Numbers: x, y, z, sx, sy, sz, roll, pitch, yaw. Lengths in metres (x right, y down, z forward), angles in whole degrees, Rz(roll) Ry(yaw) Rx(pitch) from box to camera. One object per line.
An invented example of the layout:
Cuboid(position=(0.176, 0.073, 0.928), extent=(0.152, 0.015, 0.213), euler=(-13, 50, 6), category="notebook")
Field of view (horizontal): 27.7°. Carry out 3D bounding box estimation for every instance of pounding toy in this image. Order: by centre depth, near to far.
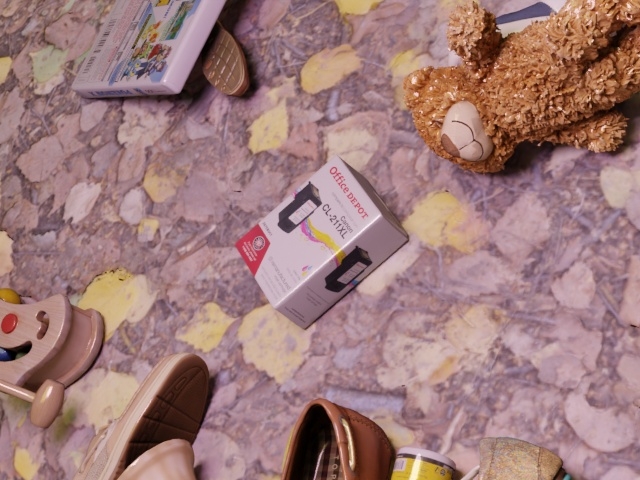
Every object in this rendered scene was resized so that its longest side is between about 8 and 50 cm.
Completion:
Cuboid(position=(-0.404, 0.123, 1.738), extent=(0.269, 0.155, 0.154), euler=(31, 89, 41), category="pounding toy")

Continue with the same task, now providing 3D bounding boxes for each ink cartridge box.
Cuboid(position=(0.000, 0.000, 1.591), extent=(0.175, 0.072, 0.127), euler=(-42, 49, 8), category="ink cartridge box")

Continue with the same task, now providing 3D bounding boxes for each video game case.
Cuboid(position=(-0.221, -0.359, 1.913), extent=(0.300, 0.036, 0.329), euler=(7, 68, 54), category="video game case")

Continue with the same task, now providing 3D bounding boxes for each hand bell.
Cuboid(position=(-0.123, 0.351, 1.476), extent=(0.242, 0.126, 0.126), euler=(41, 91, 29), category="hand bell")

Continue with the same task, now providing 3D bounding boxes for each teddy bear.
Cuboid(position=(0.244, -0.174, 1.420), extent=(0.338, 0.245, 0.113), euler=(-14, 51, 22), category="teddy bear")

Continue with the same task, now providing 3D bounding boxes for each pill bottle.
Cuboid(position=(0.100, 0.282, 1.372), extent=(0.065, 0.065, 0.116), euler=(4, 68, 35), category="pill bottle")

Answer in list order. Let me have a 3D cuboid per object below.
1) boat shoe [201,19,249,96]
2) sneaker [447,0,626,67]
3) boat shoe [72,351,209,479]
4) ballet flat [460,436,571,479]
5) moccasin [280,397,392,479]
Cuboid(position=(-0.134, -0.262, 1.834), extent=(0.064, 0.060, 0.178), euler=(-44, 46, 16), category="boat shoe")
Cuboid(position=(0.316, -0.270, 1.506), extent=(0.350, 0.131, 0.148), euler=(-13, 51, 21), category="sneaker")
Cuboid(position=(-0.243, 0.263, 1.589), extent=(0.098, 0.109, 0.302), euler=(25, 86, 39), category="boat shoe")
Cuboid(position=(0.126, 0.349, 1.275), extent=(0.123, 0.123, 0.348), euler=(18, 72, 39), category="ballet flat")
Cuboid(position=(-0.006, 0.353, 1.348), extent=(0.139, 0.147, 0.380), euler=(-1, 65, 34), category="moccasin")
